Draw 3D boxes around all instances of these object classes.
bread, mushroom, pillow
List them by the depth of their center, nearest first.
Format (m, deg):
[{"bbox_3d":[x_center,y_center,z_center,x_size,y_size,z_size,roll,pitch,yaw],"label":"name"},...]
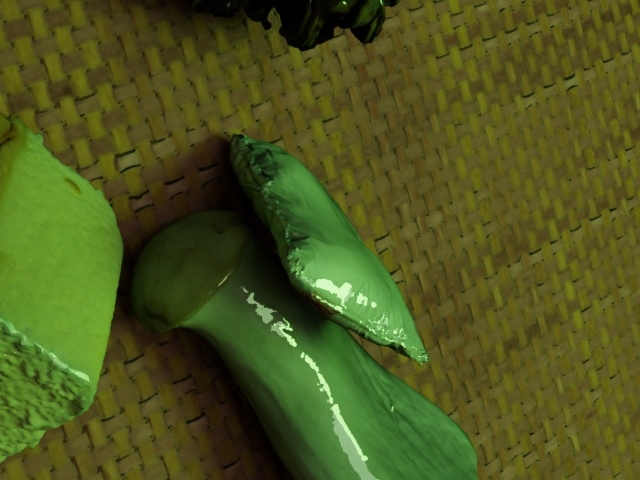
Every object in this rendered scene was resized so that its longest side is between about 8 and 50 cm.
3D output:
[{"bbox_3d":[-0.246,0.002,0.726,0.240,0.135,0.178,41,32,-28],"label":"bread"},{"bbox_3d":[0.000,0.000,0.803,0.128,0.229,0.051,38,101,-28],"label":"pillow"},{"bbox_3d":[0.000,0.111,0.831,0.122,0.159,0.329,-45,111,-8],"label":"mushroom"}]

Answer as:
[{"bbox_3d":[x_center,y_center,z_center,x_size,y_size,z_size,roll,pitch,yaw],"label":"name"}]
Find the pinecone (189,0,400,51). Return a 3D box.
[{"bbox_3d":[-0.023,-0.250,0.784,0.257,0.243,0.244,-8,94,-6],"label":"pinecone"}]
